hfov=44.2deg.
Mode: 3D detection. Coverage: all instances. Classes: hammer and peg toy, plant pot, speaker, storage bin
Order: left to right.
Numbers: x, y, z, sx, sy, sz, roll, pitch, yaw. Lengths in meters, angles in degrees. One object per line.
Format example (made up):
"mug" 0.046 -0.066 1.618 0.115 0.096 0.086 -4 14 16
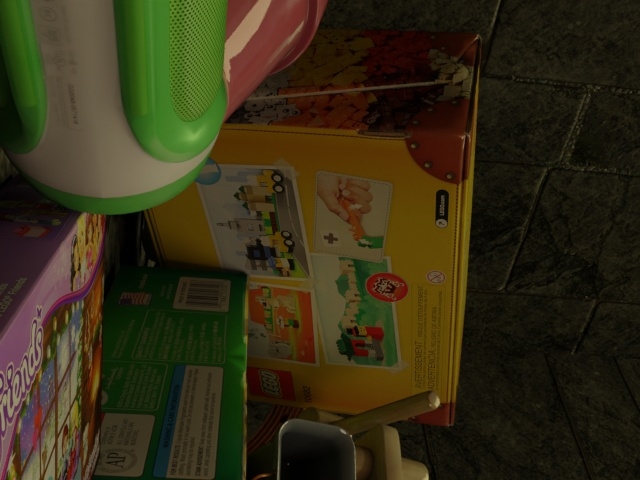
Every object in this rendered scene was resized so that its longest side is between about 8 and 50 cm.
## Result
"speaker" -0.095 -0.143 0.324 0.296 0.131 0.131 104 -11 -53
"plant pot" -0.106 -0.186 0.642 0.201 0.201 0.180 103 5 -52
"storage bin" -0.033 0.241 0.714 0.091 0.098 0.135 -36 -135 46
"hammer and peg toy" 0.010 0.309 0.840 0.266 0.127 0.361 -48 -150 40

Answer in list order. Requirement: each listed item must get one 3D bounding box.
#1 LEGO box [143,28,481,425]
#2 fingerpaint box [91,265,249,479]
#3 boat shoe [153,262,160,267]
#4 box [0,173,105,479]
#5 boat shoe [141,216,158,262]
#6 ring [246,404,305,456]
"LEGO box" 0.000 0.000 1.004 0.193 0.372 0.500 -73 163 -45
"fingerpaint box" -0.162 0.273 0.767 0.445 0.163 0.371 -104 -161 -71
"boat shoe" -0.217 0.090 1.204 0.158 0.127 0.340 93 -3 -54
"box" -0.154 0.103 0.370 0.293 0.057 0.201 -103 -162 -69
"boat shoe" -0.243 -0.033 1.186 0.042 0.049 0.133 -80 173 -71
"ring" -0.152 0.257 1.229 0.032 0.336 0.336 53 22 -36
